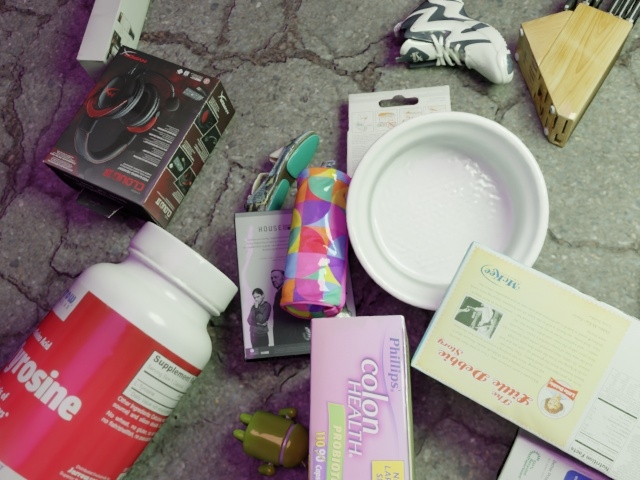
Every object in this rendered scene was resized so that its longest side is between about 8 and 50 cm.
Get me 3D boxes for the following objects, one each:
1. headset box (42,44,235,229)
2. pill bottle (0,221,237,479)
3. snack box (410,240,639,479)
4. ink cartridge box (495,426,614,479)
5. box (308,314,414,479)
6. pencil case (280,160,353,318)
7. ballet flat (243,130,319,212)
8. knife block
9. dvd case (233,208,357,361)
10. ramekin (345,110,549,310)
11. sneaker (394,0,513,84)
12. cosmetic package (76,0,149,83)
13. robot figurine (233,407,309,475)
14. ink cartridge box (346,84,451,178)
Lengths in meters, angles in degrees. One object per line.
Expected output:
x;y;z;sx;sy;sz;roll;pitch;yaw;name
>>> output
-0.321;-0.173;1.151;0.218;0.110;0.293;23;74;17;headset box
-0.309;0.184;0.943;0.229;0.229;0.408;31;76;19;pill bottle
0.299;0.153;0.823;0.322;0.060;0.187;28;96;18;snack box
0.373;0.385;0.810;0.332;0.065;0.165;24;97;18;ink cartridge box
0.062;0.233;0.854;0.117;0.243;0.214;-3;69;8;box
0.000;0.000;0.985;0.104;0.104;0.236;4;71;11;pencil case
-0.072;-0.116;1.114;0.070;0.070;0.188;25;73;18;ballet flat
0.466;-0.317;1.088;0.242;0.088;0.276;-14;66;5;knife block
-0.039;0.064;1.025;0.179;0.029;0.239;-4;69;-8;dvd case
0.182;-0.041;0.960;0.277;0.135;0.277;0;91;9;ramekin
0.215;-0.329;1.133;0.153;0.094;0.235;-30;67;-2;sneaker
-0.397;-0.423;1.271;0.060;0.099;0.239;5;70;9;cosmetic package
-0.067;0.290;0.947;0.115;0.067;0.101;14;63;14;robot figurine
0.136;-0.150;1.102;0.180;0.056;0.225;-3;63;9;ink cartridge box
